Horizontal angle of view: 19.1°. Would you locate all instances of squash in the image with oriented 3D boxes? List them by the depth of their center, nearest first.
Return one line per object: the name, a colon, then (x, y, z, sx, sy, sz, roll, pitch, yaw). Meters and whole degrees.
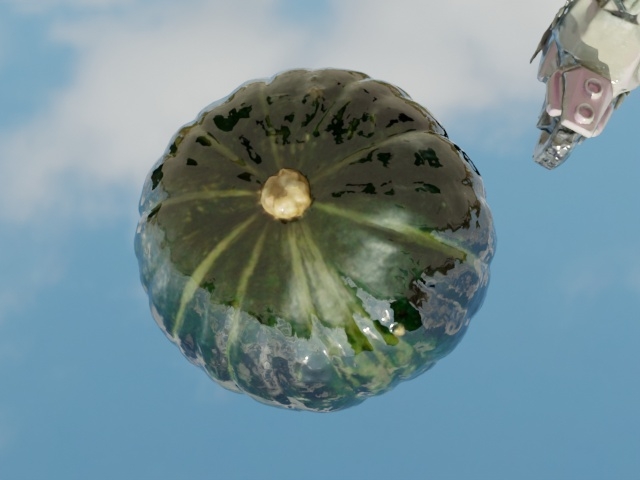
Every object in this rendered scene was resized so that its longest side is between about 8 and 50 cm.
squash: (-0.002, 0.000, 1.142, 0.218, 0.172, 0.218, -9, -124, 14)

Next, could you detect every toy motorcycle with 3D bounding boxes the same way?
toy motorcycle: (0.260, -0.193, 1.684, 0.108, 0.204, 0.239, 13, -119, -14)
